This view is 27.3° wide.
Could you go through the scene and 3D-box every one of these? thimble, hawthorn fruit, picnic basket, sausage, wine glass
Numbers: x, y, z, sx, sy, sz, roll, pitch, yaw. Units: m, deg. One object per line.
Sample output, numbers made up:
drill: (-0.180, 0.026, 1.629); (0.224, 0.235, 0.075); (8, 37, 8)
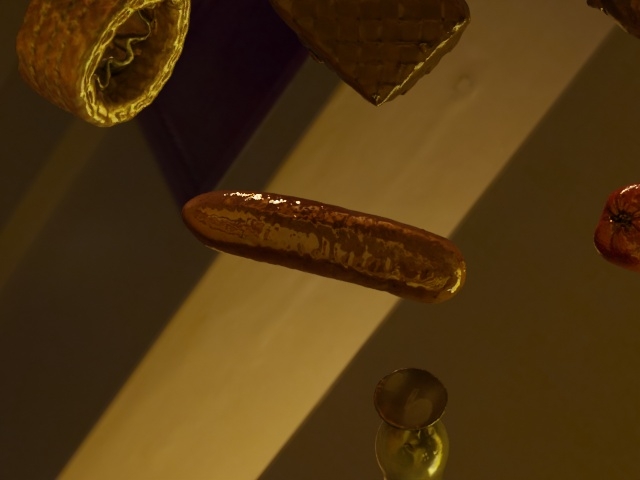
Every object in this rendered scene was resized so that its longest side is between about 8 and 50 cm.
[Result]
thimble: (-0.299, -0.281, 1.807); (0.148, 0.229, 0.196); (29, -172, 25)
hawthorn fruit: (0.474, -0.015, 1.913); (0.138, 0.132, 0.133); (22, -158, -42)
picnic basket: (0.079, -0.375, 2.078); (0.291, 0.254, 0.321); (46, -166, -6)
sausage: (-0.001, -0.001, 2.208); (0.501, 0.123, 0.136); (13, 166, 10)
wine glass: (0.113, 0.249, 1.624); (0.093, 0.093, 0.202); (50, 160, 35)

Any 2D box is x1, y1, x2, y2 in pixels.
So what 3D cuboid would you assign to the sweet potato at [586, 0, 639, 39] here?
sweet potato: (0.527, -0.281, 1.629); (0.423, 0.130, 0.130); (20, -173, 29)
